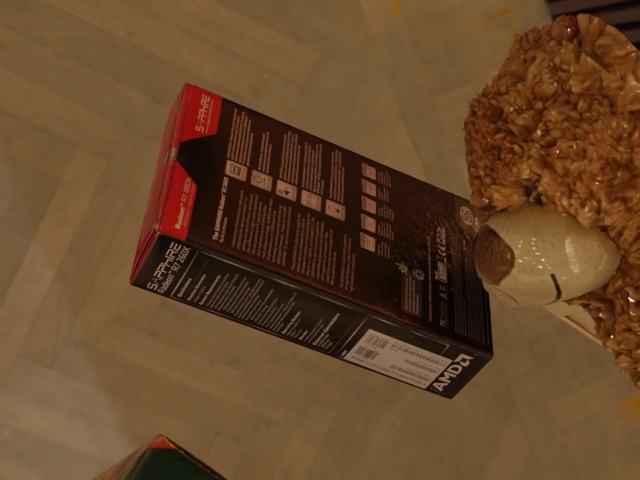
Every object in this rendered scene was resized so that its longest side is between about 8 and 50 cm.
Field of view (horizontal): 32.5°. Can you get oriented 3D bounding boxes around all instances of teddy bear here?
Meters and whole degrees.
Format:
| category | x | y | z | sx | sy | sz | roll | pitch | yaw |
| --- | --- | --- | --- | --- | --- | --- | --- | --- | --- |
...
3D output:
| category | x | y | z | sx | sy | sz | roll | pitch | yaw |
| --- | --- | --- | --- | --- | --- | --- | --- | --- | --- |
| teddy bear | 0.186 | 0.053 | 0.496 | 0.113 | 0.245 | 0.338 | -45 | 113 | 8 |

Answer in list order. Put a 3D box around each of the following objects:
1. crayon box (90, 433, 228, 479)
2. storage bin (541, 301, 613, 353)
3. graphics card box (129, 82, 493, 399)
| category | x | y | z | sx | sy | sz | roll | pitch | yaw |
| --- | --- | --- | --- | --- | --- | --- | --- | --- | --- |
| crayon box | -0.208 | 0.316 | 0.840 | 0.081 | 0.202 | 0.318 | 39 | 51 | -11 |
| storage bin | 0.322 | -0.029 | 1.145 | 0.262 | 0.123 | 0.260 | 31 | 56 | -34 |
| graphics card box | 0.000 | 0.000 | 1.151 | 0.371 | 0.233 | 0.094 | 20 | 132 | -16 |
